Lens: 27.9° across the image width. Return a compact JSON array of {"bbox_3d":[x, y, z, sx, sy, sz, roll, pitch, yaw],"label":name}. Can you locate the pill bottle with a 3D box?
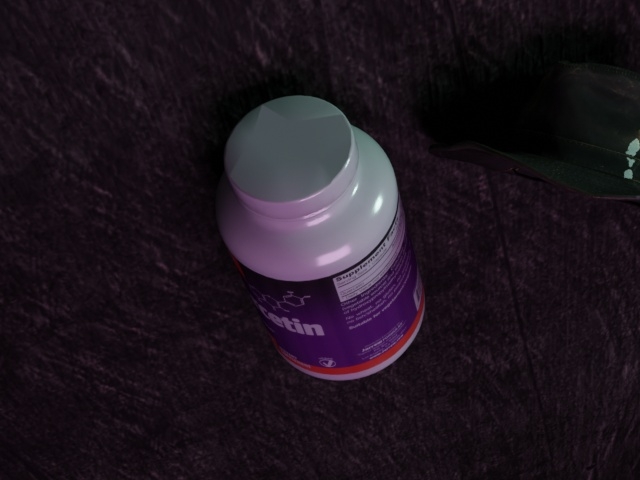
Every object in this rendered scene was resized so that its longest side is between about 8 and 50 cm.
[{"bbox_3d":[0.000,0.000,1.315,0.181,0.181,0.323,-22,145,-1],"label":"pill bottle"}]

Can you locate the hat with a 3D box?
[{"bbox_3d":[0.286,-0.111,1.327,0.331,0.331,0.134,10,98,-38],"label":"hat"}]
